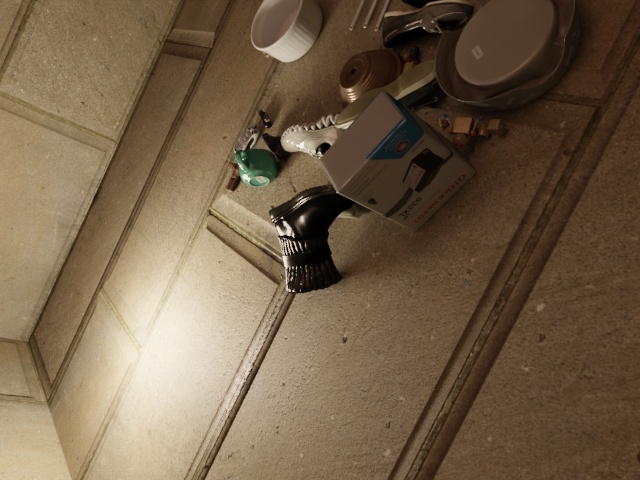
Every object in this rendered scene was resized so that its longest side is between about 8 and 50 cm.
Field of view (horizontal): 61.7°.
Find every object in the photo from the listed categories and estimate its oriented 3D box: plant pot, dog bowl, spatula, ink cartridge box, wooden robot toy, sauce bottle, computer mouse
[{"bbox_3d":[0.134,-0.488,1.627,0.237,0.110,0.237,-23,57,40],"label":"plant pot"},{"bbox_3d":[0.449,-0.470,1.286,0.349,0.102,0.348,-23,56,39],"label":"dog bowl"},{"bbox_3d":[0.188,-0.808,1.787,0.168,0.019,0.242,24,91,44],"label":"spatula"},{"bbox_3d":[0.189,-0.175,1.275,0.223,0.307,0.129,-47,47,22],"label":"ink cartridge box"},{"bbox_3d":[0.356,-0.255,1.305,0.173,0.076,0.079,13,81,34],"label":"wooden robot toy"},{"bbox_3d":[0.260,-0.500,1.547,0.042,0.042,0.128,3,77,48],"label":"sauce bottle"},{"bbox_3d":[-0.262,-0.406,2.069,0.193,0.042,0.106,-48,49,13],"label":"computer mouse"}]

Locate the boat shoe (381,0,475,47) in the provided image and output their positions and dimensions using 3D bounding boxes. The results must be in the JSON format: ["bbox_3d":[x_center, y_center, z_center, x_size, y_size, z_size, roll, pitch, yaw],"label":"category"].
[{"bbox_3d":[0.297,-0.606,1.518,0.335,0.112,0.095,21,106,55],"label":"boat shoe"}]

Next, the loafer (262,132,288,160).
[{"bbox_3d":[-0.156,-0.346,1.923,0.061,0.062,0.170,-38,48,-1],"label":"loafer"}]

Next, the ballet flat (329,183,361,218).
[{"bbox_3d":[0.104,-0.143,1.523,0.342,0.116,0.124,-44,64,19],"label":"ballet flat"}]

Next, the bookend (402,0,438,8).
[{"bbox_3d":[0.316,-0.779,1.591,0.156,0.072,0.157,-54,43,14],"label":"bookend"}]

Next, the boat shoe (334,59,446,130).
[{"bbox_3d":[0.198,-0.374,1.506,0.340,0.113,0.127,-25,37,30],"label":"boat shoe"}]

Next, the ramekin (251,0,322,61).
[{"bbox_3d":[-0.122,-0.813,2.019,0.277,0.135,0.277,-19,61,38],"label":"ramekin"}]

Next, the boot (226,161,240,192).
[{"bbox_3d":[-0.349,-0.246,2.095,0.106,0.037,0.114,28,99,51],"label":"boot"}]

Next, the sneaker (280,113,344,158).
[{"bbox_3d":[-0.024,-0.319,1.731,0.292,0.110,0.118,-7,77,46],"label":"sneaker"}]

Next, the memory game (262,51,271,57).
[{"bbox_3d":[-0.178,-0.833,2.191,0.186,0.012,0.186,-22,58,39],"label":"memory game"}]

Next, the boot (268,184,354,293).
[{"bbox_3d":[0.003,0.000,1.457,0.348,0.131,0.260,-22,80,53],"label":"boot"}]

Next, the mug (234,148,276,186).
[{"bbox_3d":[-0.232,-0.248,1.874,0.129,0.158,0.097,132,135,-57],"label":"mug"}]
